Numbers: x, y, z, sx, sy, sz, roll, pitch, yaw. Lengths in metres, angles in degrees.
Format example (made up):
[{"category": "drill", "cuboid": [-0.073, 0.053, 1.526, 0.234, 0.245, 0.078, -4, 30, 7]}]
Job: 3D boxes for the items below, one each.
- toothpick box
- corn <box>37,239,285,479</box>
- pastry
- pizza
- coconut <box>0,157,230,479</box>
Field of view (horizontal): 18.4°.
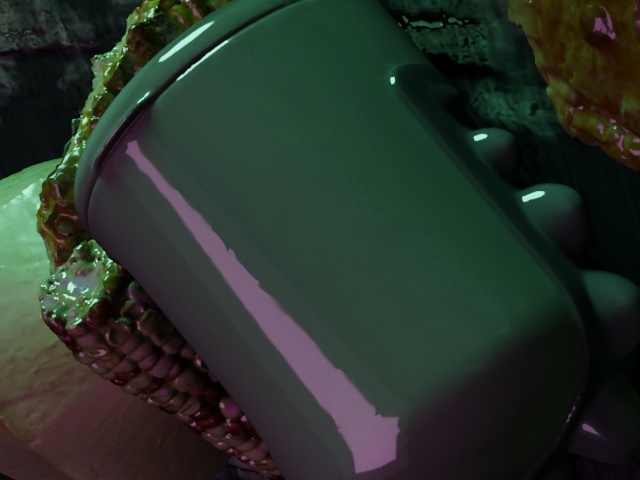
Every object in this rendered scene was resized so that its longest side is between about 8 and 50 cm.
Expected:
[{"category": "toothpick box", "cuboid": [0.041, 0.024, 1.058, 0.316, 0.229, 0.229, 50, 148, 19]}, {"category": "corn", "cuboid": [-0.047, 0.084, 1.215, 0.280, 0.092, 0.092, 34, 167, -33]}, {"category": "pastry", "cuboid": [0.149, -0.106, 0.902, 0.153, 0.081, 0.153, 50, 157, 30]}, {"category": "pizza", "cuboid": [-0.103, -0.063, 1.221, 0.127, 0.246, 0.058, 35, 172, 0]}, {"category": "coconut", "cuboid": [-0.150, 0.057, 1.349, 0.259, 0.259, 0.259, 37, 141, 38]}]
